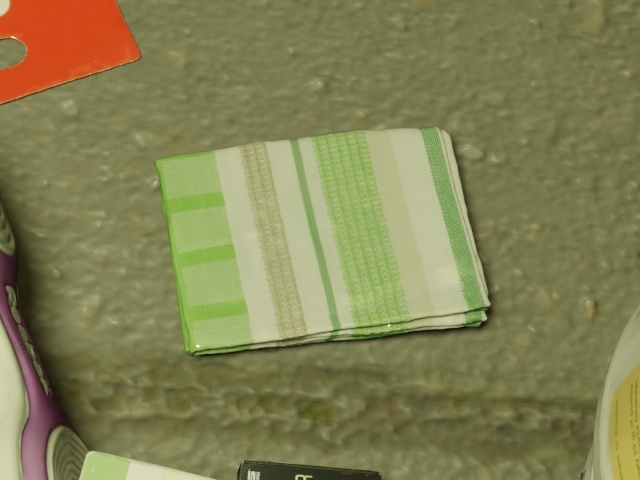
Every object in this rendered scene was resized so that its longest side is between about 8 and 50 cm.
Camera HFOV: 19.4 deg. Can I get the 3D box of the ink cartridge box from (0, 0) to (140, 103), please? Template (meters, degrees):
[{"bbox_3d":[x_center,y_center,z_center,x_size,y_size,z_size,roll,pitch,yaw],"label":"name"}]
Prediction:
[{"bbox_3d":[-0.218,-0.174,0.958,0.189,0.066,0.232,-20,65,-18],"label":"ink cartridge box"}]

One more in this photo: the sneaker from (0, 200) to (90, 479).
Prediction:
[{"bbox_3d":[-0.185,0.091,0.821,0.152,0.114,0.305,-23,70,5],"label":"sneaker"}]

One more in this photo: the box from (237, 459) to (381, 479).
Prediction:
[{"bbox_3d":[-0.007,0.144,0.854,0.067,0.018,0.083,7,63,-6],"label":"box"}]

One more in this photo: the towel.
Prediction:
[{"bbox_3d":[0.000,0.000,0.928,0.152,0.023,0.113,-7,63,-10],"label":"towel"}]

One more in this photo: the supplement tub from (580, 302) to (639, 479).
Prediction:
[{"bbox_3d":[0.237,0.057,0.651,0.241,0.331,0.241,5,62,-10],"label":"supplement tub"}]

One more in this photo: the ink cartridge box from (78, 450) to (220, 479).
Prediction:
[{"bbox_3d":[0.003,0.191,0.711,0.235,0.056,0.171,13,61,1],"label":"ink cartridge box"}]
